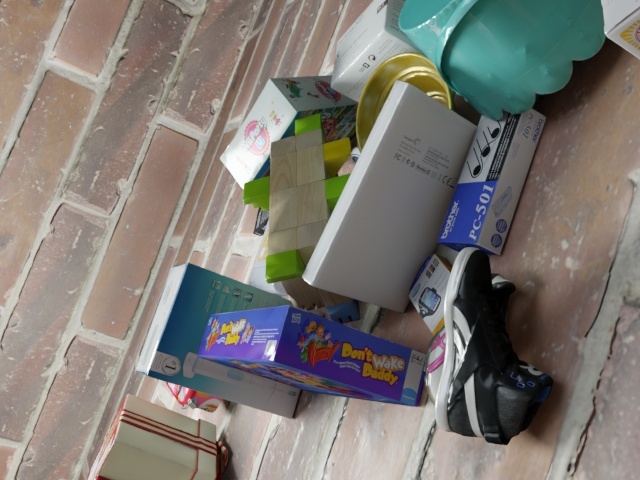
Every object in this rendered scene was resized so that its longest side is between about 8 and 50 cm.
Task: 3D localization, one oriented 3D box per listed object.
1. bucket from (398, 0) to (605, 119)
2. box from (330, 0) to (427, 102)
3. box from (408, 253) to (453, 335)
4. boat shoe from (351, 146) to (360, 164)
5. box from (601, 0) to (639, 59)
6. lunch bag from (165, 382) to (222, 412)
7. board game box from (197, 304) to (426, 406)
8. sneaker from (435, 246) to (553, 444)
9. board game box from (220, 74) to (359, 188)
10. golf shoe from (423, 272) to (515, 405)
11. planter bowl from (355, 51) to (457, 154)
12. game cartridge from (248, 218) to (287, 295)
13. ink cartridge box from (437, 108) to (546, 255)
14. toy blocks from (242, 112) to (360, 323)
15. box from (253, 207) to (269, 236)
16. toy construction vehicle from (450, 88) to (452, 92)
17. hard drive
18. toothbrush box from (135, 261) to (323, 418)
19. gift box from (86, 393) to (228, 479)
[{"bbox_3d":[0.252,-0.326,0.928,0.281,0.183,0.281,-47,22,25],"label":"bucket"},{"bbox_3d":[0.143,-0.332,1.246,0.181,0.182,0.119,-38,37,51],"label":"box"},{"bbox_3d":[0.173,0.078,0.993,0.081,0.028,0.136,-60,21,17],"label":"box"},{"bbox_3d":[0.092,-0.125,1.317,0.083,0.065,0.183,-64,23,5],"label":"boat shoe"},{"bbox_3d":[0.357,-0.202,0.604,0.103,0.203,0.114,-38,36,50],"label":"box"},{"bbox_3d":[-0.256,0.253,1.623,0.258,0.120,0.293,23,91,64],"label":"lunch bag"},{"bbox_3d":[-0.028,0.183,1.077,0.347,0.233,0.078,-16,54,62],"label":"board game box"},{"bbox_3d":[0.206,0.120,0.772,0.121,0.079,0.217,6,90,37],"label":"sneaker"},{"bbox_3d":[-0.031,-0.232,1.418,0.097,0.303,0.224,52,129,16],"label":"board game box"},{"bbox_3d":[0.187,0.127,0.859,0.086,0.067,0.186,0,69,65],"label":"golf shoe"},{"bbox_3d":[0.164,-0.200,1.152,0.217,0.090,0.217,1,92,50],"label":"planter bowl"},{"bbox_3d":[-0.082,-0.012,1.628,0.198,0.062,0.297,-20,51,67],"label":"game cartridge"},{"bbox_3d":[0.241,-0.084,0.965,0.097,0.046,0.207,5,73,67],"label":"ink cartridge box"},{"bbox_3d":[0.000,0.000,1.193,0.190,0.261,0.381,-14,43,11],"label":"toy blocks"},{"bbox_3d":[-0.128,-0.094,1.840,0.162,0.029,0.116,-37,36,49],"label":"box"},{"bbox_3d":[0.181,-0.255,1.212,0.086,0.098,0.035,106,173,-60],"label":"toy construction vehicle"},{"bbox_3d":[0.118,-0.053,1.010,0.040,0.203,0.308,34,101,49],"label":"hard drive"},{"bbox_3d":[-0.170,0.193,1.310,0.126,0.295,0.216,-12,59,65],"label":"toothbrush box"},{"bbox_3d":[-0.359,0.527,1.465,0.255,0.258,0.276,-62,15,13],"label":"gift box"}]
